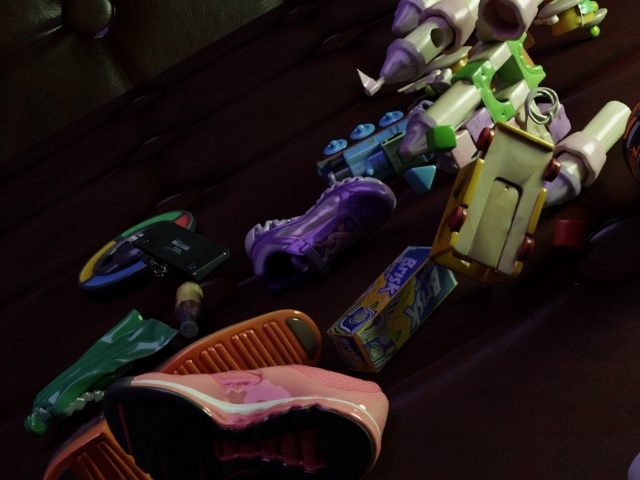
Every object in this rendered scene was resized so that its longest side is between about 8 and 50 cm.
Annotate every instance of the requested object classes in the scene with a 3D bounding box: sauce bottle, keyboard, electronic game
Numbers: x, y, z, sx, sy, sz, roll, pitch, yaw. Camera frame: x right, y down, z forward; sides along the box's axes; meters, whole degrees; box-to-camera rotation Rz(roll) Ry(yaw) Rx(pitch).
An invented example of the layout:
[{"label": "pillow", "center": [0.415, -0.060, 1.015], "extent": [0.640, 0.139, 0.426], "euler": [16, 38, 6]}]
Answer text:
[{"label": "sauce bottle", "center": [-0.189, 0.100, 1.660], "extent": [0.042, 0.042, 0.128], "euler": [-27, 20, 5]}, {"label": "keyboard", "center": [-0.235, 0.023, 1.859], "extent": [0.108, 0.023, 0.180], "euler": [-34, 36, -28]}, {"label": "electronic game", "center": [-0.316, 0.019, 1.990], "extent": [0.229, 0.048, 0.229], "euler": [-25, 22, 11]}]

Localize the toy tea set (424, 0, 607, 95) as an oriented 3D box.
[{"label": "toy tea set", "center": [0.333, -0.290, 1.802], "extent": [0.336, 0.124, 0.200], "euler": [-31, 13, -18]}]

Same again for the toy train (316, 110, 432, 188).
[{"label": "toy train", "center": [0.082, -0.133, 1.796], "extent": [0.184, 0.080, 0.105], "euler": [-26, 28, 7]}]

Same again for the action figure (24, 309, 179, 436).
[{"label": "action figure", "center": [-0.312, 0.189, 1.590], "extent": [0.232, 0.064, 0.137], "euler": [-38, 25, -30]}]

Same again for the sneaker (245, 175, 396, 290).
[{"label": "sneaker", "center": [0.000, 0.000, 1.596], "extent": [0.236, 0.095, 0.105], "euler": [-27, 28, 19]}]

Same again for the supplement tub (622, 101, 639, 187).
[{"label": "supplement tub", "center": [0.396, -0.090, 1.254], "extent": [0.117, 0.117, 0.190], "euler": [-25, 21, 12]}]

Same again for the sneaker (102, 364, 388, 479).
[{"label": "sneaker", "center": [-0.074, 0.187, 1.217], "extent": [0.313, 0.116, 0.136], "euler": [3, 20, 20]}]

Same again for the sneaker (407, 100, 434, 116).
[{"label": "sneaker", "center": [0.161, -0.193, 1.849], "extent": [0.152, 0.061, 0.054], "euler": [-8, 32, 45]}]

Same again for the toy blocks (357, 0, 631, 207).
[{"label": "toy blocks", "center": [0.179, -0.168, 1.477], "extent": [0.260, 0.289, 0.309], "euler": [-45, 28, -27]}]

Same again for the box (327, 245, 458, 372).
[{"label": "box", "center": [0.086, 0.077, 1.347], "extent": [0.054, 0.059, 0.169], "euler": [0, 36, 48]}]

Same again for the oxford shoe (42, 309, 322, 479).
[{"label": "oxford shoe", "center": [-0.166, 0.186, 1.337], "extent": [0.363, 0.130, 0.133], "euler": [-32, 16, -6]}]

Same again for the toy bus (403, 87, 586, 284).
[{"label": "toy bus", "center": [0.198, -0.050, 1.332], "extent": [0.202, 0.191, 0.104], "euler": [-21, -3, -17]}]

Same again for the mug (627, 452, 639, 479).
[{"label": "mug", "center": [0.278, 0.189, 0.868], "extent": [0.078, 0.062, 0.064], "euler": [-32, 29, 12]}]

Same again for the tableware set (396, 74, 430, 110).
[{"label": "tableware set", "center": [0.236, -0.280, 1.983], "extent": [0.194, 0.039, 0.128], "euler": [-26, 9, -7]}]
